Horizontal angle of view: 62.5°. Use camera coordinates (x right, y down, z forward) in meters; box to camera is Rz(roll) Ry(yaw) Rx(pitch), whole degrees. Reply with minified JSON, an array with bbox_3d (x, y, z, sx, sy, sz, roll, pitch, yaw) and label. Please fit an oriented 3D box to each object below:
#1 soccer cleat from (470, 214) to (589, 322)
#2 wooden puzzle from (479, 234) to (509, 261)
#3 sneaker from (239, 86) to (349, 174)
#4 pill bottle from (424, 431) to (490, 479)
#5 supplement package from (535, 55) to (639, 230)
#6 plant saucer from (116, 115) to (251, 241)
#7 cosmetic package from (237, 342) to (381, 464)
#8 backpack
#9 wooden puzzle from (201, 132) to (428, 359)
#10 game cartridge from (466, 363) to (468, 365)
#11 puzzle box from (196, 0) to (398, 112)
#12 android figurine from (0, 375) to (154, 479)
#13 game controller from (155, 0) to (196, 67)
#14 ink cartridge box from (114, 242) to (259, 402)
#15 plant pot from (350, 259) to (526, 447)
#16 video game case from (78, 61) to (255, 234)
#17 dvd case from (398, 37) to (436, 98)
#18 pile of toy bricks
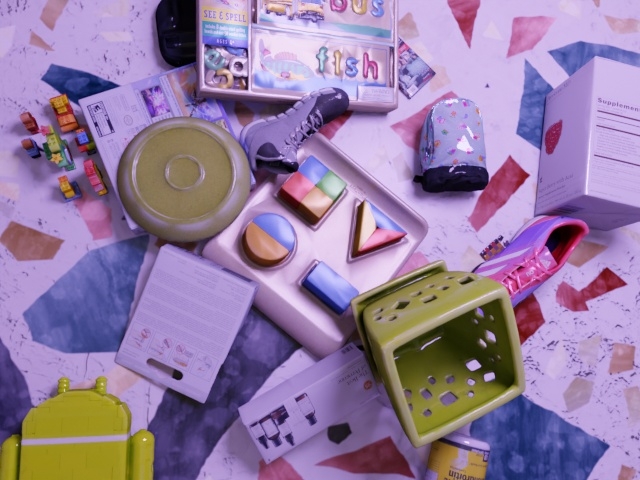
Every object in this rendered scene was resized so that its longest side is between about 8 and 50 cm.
[{"bbox_3d":[0.393,0.062,1.038,0.318,0.116,0.108,-42,99,-14],"label":"soccer cleat"},{"bbox_3d":[0.367,0.029,1.102,0.083,0.006,0.049,-40,88,-14],"label":"wooden puzzle"},{"bbox_3d":[-0.037,-0.192,1.002,0.229,0.086,0.132,-24,56,10],"label":"sneaker"},{"bbox_3d":[0.239,0.446,0.954,0.103,0.103,0.184,16,77,-6],"label":"pill bottle"},{"bbox_3d":[0.578,-0.190,1.089,0.176,0.177,0.292,12,77,-6],"label":"supplement package"},{"bbox_3d":[-0.246,-0.118,0.954,0.241,0.037,0.240,1,80,-9],"label":"plant saucer"},{"bbox_3d":[-0.017,0.290,0.948,0.239,0.060,0.098,-28,113,-13],"label":"cosmetic package"},{"bbox_3d":[0.272,-0.195,1.075,0.152,0.115,0.181,0,77,-6],"label":"backpack"},{"bbox_3d":[0.000,0.000,1.011,0.322,0.080,0.347,40,76,0],"label":"wooden puzzle"},{"bbox_3d":[0.268,0.229,1.045,0.083,0.017,0.056,-42,92,-14],"label":"game cartridge"},{"bbox_3d":[-0.036,-0.404,1.036,0.409,0.052,0.271,-1,91,-19],"label":"puzzle box"},{"bbox_3d":[-0.410,0.368,0.889,0.249,0.056,0.272,-1,80,-9],"label":"android figurine"},{"bbox_3d":[-0.173,-0.442,1.086,0.319,0.067,0.166,-8,66,-11],"label":"game controller"},{"bbox_3d":[-0.242,0.147,0.960,0.189,0.066,0.232,24,99,4],"label":"ink cartridge box"},{"bbox_3d":[0.188,0.174,0.917,0.227,0.207,0.228,-24,114,-10],"label":"plant pot"},{"bbox_3d":[-0.288,-0.180,1.009,0.244,0.061,0.269,-23,84,-11],"label":"video game case"},{"bbox_3d":[0.181,-0.376,1.146,0.119,0.013,0.087,44,76,2],"label":"dvd case"},{"bbox_3d":[-0.475,-0.173,0.955,0.118,0.105,0.212,-23,84,-12],"label":"pile of toy bricks"}]
